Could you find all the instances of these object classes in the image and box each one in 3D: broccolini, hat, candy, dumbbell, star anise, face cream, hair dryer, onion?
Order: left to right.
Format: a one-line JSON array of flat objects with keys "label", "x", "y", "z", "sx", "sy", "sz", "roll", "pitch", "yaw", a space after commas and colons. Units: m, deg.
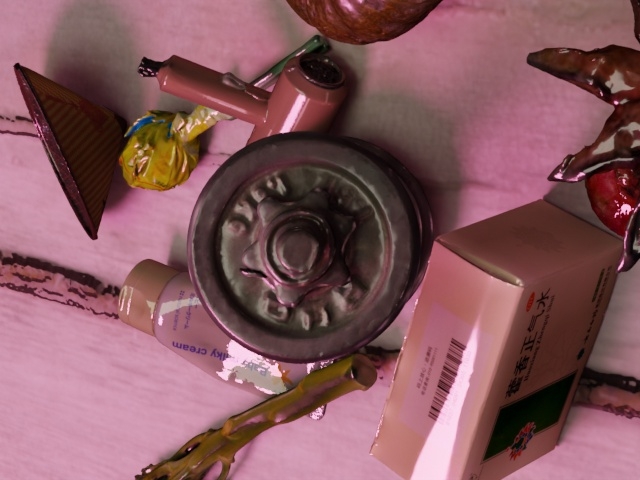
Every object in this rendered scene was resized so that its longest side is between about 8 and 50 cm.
[{"label": "hat", "x": -0.230, "y": -0.102, "z": 1.932, "sx": 0.193, "sy": 0.082, "sz": 0.193, "roll": 62, "pitch": 168, "yaw": 23}, {"label": "candy", "x": -0.092, "y": -0.125, "z": 1.821, "sx": 0.262, "sy": 0.073, "sz": 0.077, "roll": -31, "pitch": 53, "yaw": 34}, {"label": "face cream", "x": -0.086, "y": 0.086, "z": 1.872, "sx": 0.224, "sy": 0.070, "sz": 0.114, "roll": 22, "pitch": 115, "yaw": 24}, {"label": "hair dryer", "x": -0.076, "y": -0.131, "z": 1.744, "sx": 0.182, "sy": 0.064, "sz": 0.117, "roll": 20, "pitch": 126, "yaw": -11}, {"label": "broccolini", "x": -0.070, "y": 0.209, "z": 1.881, "sx": 0.392, "sy": 0.074, "sz": 0.078, "roll": -31, "pitch": 48, "yaw": 43}, {"label": "dumbbell", "x": 0.000, "y": 0.000, "z": 1.581, "sx": 0.179, "sy": 0.406, "sz": 0.179, "roll": 0, "pitch": 91, "yaw": 5}, {"label": "onion", "x": 0.256, "y": -0.050, "z": 1.519, "sx": 0.107, "sy": 0.097, "sz": 0.107, "roll": 0, "pitch": 89, "yaw": 40}, {"label": "star anise", "x": 0.281, "y": -0.098, "z": 1.427, "sx": 0.272, "sy": 0.102, "sz": 0.272, "roll": -1, "pitch": 84, "yaw": 9}]

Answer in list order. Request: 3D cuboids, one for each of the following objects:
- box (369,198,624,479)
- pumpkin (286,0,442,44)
[{"label": "box", "x": 0.145, "y": 0.089, "z": 1.601, "sx": 0.095, "sy": 0.168, "sz": 0.212, "roll": 31, "pitch": 120, "yaw": 30}, {"label": "pumpkin", "x": 0.030, "y": -0.277, "z": 1.609, "sx": 0.219, "sy": 0.162, "sz": 0.219, "roll": 15, "pitch": 113, "yaw": 41}]
